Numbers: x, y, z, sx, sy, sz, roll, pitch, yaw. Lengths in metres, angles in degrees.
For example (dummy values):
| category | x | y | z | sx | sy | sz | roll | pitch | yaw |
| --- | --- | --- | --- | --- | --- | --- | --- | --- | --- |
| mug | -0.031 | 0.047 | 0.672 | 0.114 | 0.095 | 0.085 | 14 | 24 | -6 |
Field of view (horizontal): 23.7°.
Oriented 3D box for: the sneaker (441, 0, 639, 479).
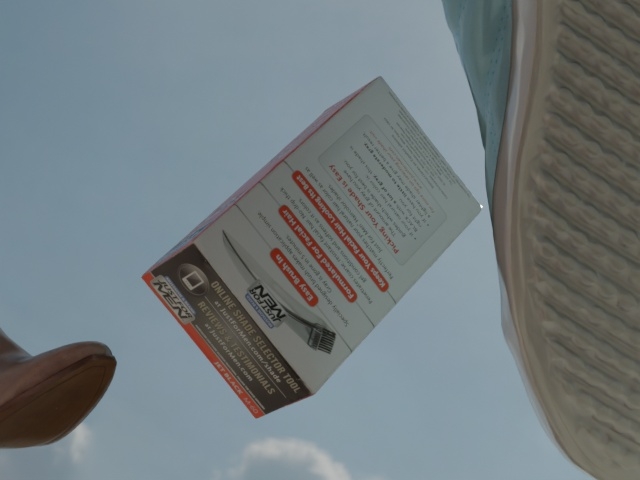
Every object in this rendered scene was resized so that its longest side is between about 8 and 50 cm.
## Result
| category | x | y | z | sx | sy | sz | roll | pitch | yaw |
| --- | --- | --- | --- | --- | --- | --- | --- | --- | --- |
| sneaker | 0.121 | -0.079 | 0.676 | 0.135 | 0.366 | 0.150 | -2 | -2 | -8 |

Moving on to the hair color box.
| category | x | y | z | sx | sy | sz | roll | pitch | yaw |
| --- | --- | --- | --- | --- | --- | --- | --- | --- | --- |
| hair color box | 0.000 | 0.000 | 0.767 | 0.093 | 0.167 | 0.053 | 52 | -42 | -7 |

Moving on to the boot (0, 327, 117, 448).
| category | x | y | z | sx | sy | sz | roll | pitch | yaw |
| --- | --- | --- | --- | --- | --- | --- | --- | --- | --- |
| boot | -0.130 | 0.043 | 0.570 | 0.118 | 0.087 | 0.042 | -39 | -33 | 23 |
